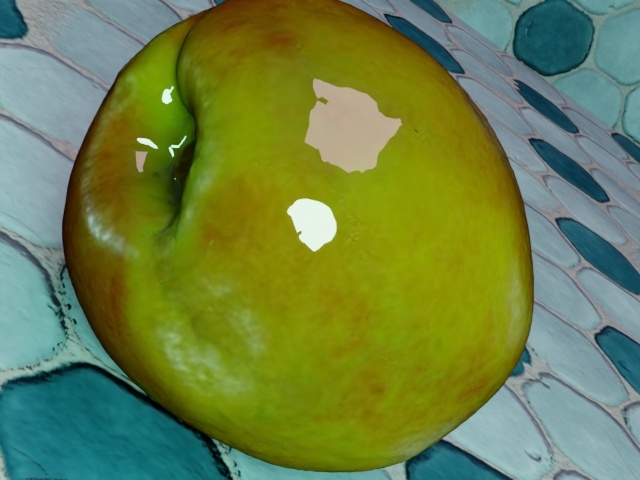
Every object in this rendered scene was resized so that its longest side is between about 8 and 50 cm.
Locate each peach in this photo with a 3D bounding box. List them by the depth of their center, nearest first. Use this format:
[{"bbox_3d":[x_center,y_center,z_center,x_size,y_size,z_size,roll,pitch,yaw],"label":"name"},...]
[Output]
[{"bbox_3d":[0.000,0.000,0.782,0.332,0.308,0.307,27,25,-37],"label":"peach"}]
